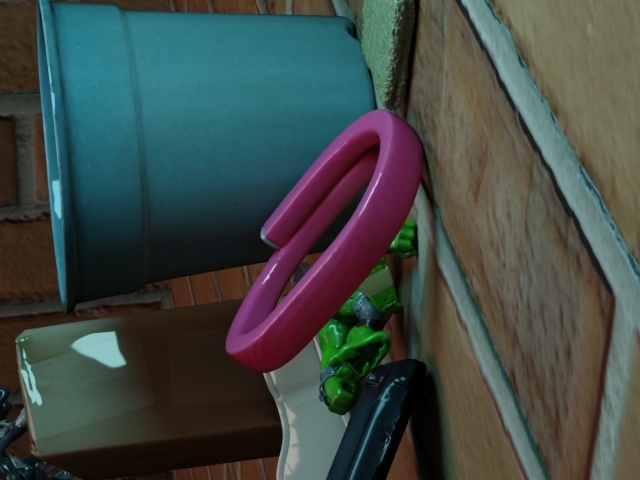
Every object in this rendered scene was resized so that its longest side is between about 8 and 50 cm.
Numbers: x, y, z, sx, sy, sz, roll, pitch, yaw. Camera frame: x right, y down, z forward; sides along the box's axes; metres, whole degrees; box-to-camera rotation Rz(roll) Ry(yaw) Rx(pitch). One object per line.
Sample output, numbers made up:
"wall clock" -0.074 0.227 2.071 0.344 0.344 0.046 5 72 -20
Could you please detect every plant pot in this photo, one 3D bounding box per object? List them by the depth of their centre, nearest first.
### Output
"plant pot" -0.125 -0.106 2.026 0.341 0.334 0.341 175 90 -79

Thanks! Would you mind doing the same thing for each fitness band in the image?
"fitness band" 0.000 0.000 1.815 0.291 0.054 0.209 -50 18 27

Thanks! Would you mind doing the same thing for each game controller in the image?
"game controller" 0.029 0.266 1.791 0.166 0.067 0.319 84 -153 -68

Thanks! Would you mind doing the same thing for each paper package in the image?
"paper package" -0.188 0.194 2.406 0.309 0.325 0.168 68 -166 -76

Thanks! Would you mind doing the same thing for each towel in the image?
"towel" 0.065 -0.207 1.789 0.110 0.027 0.148 -107 16 -46

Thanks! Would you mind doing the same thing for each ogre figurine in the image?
"ogre figurine" 0.038 0.064 1.867 0.118 0.097 0.197 -129 37 -72

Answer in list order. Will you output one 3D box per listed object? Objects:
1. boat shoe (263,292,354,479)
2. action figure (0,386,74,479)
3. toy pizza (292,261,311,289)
"boat shoe" 0.006 0.214 2.160 0.099 0.116 0.319 -14 -90 -67
"action figure" -0.398 0.260 2.505 0.275 0.141 0.164 55 171 11
"toy pizza" -0.001 0.126 2.305 0.201 0.032 0.201 174 90 -80
